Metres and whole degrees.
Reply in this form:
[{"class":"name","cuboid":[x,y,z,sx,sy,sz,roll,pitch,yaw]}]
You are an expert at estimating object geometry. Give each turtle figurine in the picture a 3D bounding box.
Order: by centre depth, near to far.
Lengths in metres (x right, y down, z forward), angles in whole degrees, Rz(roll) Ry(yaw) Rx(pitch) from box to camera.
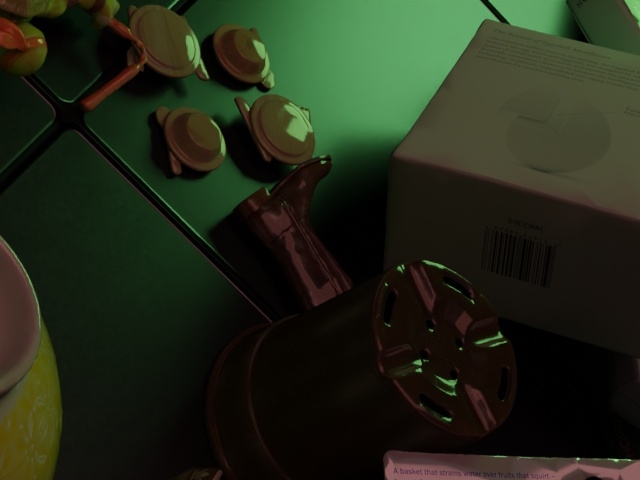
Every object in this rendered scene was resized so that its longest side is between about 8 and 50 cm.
[{"class":"turtle figurine","cuboid":[-0.241,-0.195,1.017,0.269,0.087,0.217,-12,73,-44]}]

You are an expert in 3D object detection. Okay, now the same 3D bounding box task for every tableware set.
[{"class":"tableware set","cuboid":[-0.078,-0.117,1.161,0.169,0.020,0.141,-2,66,-43]}]

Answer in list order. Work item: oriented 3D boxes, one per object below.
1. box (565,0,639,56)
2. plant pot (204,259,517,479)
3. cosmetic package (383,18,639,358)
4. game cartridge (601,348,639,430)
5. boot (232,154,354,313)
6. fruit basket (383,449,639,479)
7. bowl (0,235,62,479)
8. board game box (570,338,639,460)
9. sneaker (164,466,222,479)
[{"class":"box","cuboid":[0.396,-0.147,1.454,0.322,0.058,0.232,-1,58,-49]},{"class":"plant pot","cuboid":[0.035,0.101,1.015,0.167,0.165,0.167,22,51,-30]},{"class":"cosmetic package","cuboid":[0.195,-0.048,1.196,0.224,0.138,0.224,17,43,18]},{"class":"game cartridge","cuboid":[0.356,0.107,1.307,0.294,0.060,0.196,21,48,-30]},{"class":"boot","cuboid":[0.000,0.000,1.141,0.106,0.037,0.114,-34,86,-34]},{"class":"fruit basket","cuboid":[0.187,0.315,0.942,0.327,0.165,0.353,5,65,-24]},{"class":"bowl","cuboid":[-0.237,0.063,0.776,0.289,0.156,0.289,32,40,-32]},{"class":"board game box","cuboid":[0.313,0.088,1.354,0.213,0.046,0.317,4,61,-41]},{"class":"sneaker","cuboid":[-0.030,0.217,0.952,0.188,0.071,0.066,40,44,-14]}]
